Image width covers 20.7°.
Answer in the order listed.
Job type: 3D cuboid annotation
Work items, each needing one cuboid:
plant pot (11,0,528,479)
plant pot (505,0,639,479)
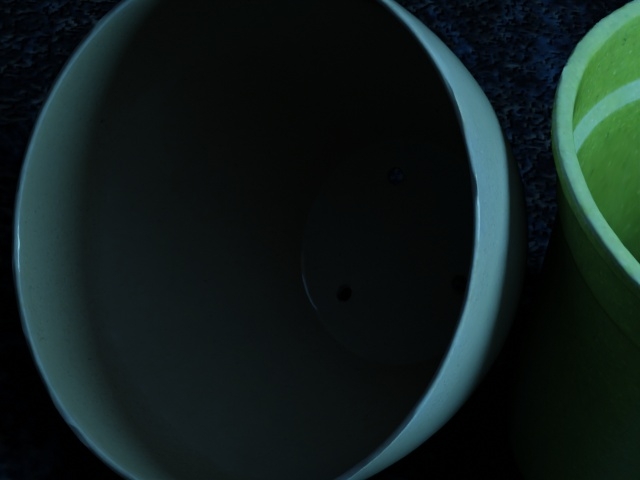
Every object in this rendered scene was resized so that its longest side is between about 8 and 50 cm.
[{"bbox_3d":[0.000,0.000,0.963,0.284,0.284,0.191,49,20,24],"label":"plant pot"},{"bbox_3d":[0.222,0.046,0.963,0.276,0.254,0.276,8,49,-9],"label":"plant pot"}]
